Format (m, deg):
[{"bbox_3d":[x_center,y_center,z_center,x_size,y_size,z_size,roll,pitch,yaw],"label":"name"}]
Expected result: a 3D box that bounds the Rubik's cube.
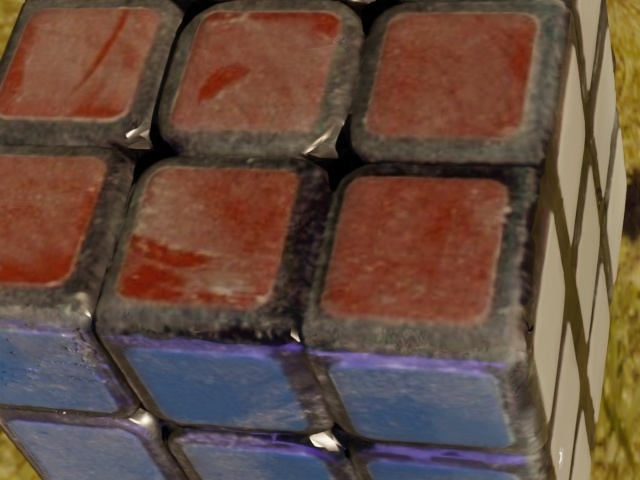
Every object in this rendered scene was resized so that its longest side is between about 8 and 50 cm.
[{"bbox_3d":[0.000,0.000,0.865,0.305,0.301,0.303,5,58,17],"label":"Rubik's cube"}]
